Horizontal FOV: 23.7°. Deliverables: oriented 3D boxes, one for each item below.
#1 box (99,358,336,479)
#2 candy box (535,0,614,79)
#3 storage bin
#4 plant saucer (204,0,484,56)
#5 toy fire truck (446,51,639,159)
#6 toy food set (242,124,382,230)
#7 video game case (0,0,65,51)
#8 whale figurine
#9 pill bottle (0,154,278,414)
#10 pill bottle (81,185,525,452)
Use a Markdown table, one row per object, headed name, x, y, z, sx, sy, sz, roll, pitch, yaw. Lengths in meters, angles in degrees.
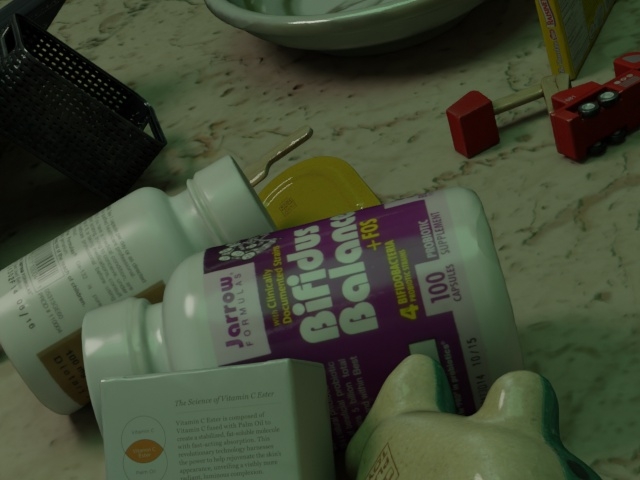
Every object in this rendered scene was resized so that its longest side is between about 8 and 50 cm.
| name | x | y | z | sx | sy | sz | roll | pitch | yaw |
| --- | --- | --- | --- | --- | --- | --- | --- | --- | --- |
| box | -0.060 | 0.167 | 0.976 | 0.130 | 0.171 | 0.091 | -7 | -9 | 14 |
| candy box | 0.267 | -0.260 | 1.568 | 0.027 | 0.105 | 0.206 | -3 | 33 | 29 |
| storage bin | -0.254 | -0.131 | 1.524 | 0.084 | 0.180 | 0.122 | -50 | 30 | 13 |
| plant saucer | 0.067 | -0.301 | 1.730 | 0.400 | 0.101 | 0.400 | -11 | 32 | 7 |
| toy fire truck | 0.231 | -0.128 | 1.434 | 0.192 | 0.047 | 0.135 | -29 | 32 | -21 |
| toy food set | 0.000 | 0.000 | 1.308 | 0.128 | 0.071 | 0.218 | -41 | 39 | 6 |
| video game case | -0.375 | -0.178 | 1.658 | 0.196 | 0.026 | 0.274 | -46 | 2 | -39 |
| whale figurine | 0.095 | 0.177 | 0.928 | 0.141 | 0.216 | 0.272 | 23 | 14 | -20 |
| pill bottle | -0.145 | 0.032 | 1.238 | 0.229 | 0.131 | 0.131 | -31 | 32 | 1 |
| pill bottle | -0.013 | 0.074 | 1.115 | 0.301 | 0.169 | 0.169 | -15 | 32 | 3 |
